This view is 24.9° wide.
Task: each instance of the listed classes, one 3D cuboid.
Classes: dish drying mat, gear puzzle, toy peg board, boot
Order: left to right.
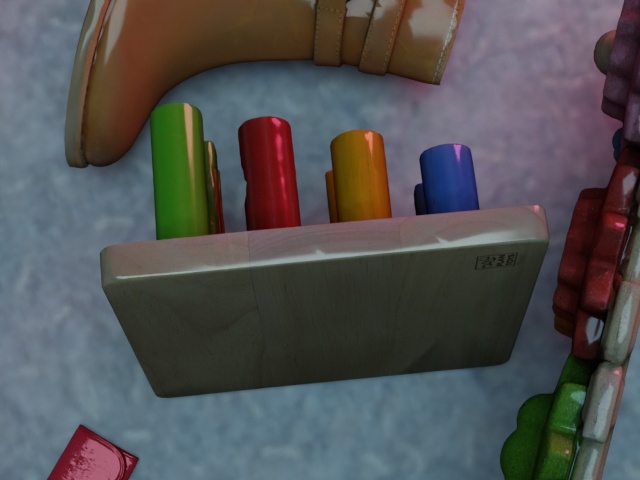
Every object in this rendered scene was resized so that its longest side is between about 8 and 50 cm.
[{"bbox_3d":[-0.116,0.127,0.652,0.032,0.008,0.083,29,85,4],"label":"dish drying mat"},{"bbox_3d":[-0.017,-0.098,0.646,0.152,0.073,0.197,25,87,-2],"label":"boot"},{"bbox_3d":[0.000,0.000,0.597,0.160,0.161,0.079,-6,70,-1],"label":"toy peg board"},{"bbox_3d":[0.098,0.057,0.580,0.044,0.175,0.339,14,85,12],"label":"gear puzzle"}]
